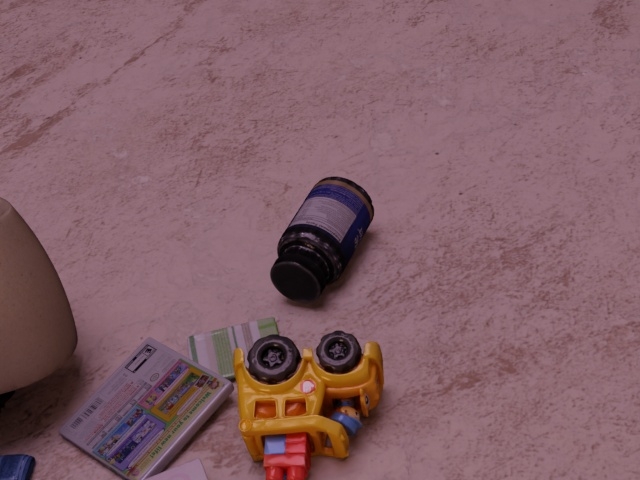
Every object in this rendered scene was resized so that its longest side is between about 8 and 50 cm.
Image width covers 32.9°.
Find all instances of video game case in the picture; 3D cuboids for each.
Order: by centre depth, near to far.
[{"bbox_3d":[-0.270,0.263,1.683,0.193,0.023,0.212,23,57,35],"label":"video game case"}]

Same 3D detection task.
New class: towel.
[{"bbox_3d":[-0.497,0.354,1.646,0.119,0.029,0.067,-6,39,8],"label":"towel"},{"bbox_3d":[-0.138,0.184,1.764,0.152,0.023,0.113,-12,42,-3],"label":"towel"}]

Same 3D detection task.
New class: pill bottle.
[{"bbox_3d":[0.000,0.000,1.861,0.122,0.123,0.219,9,45,24],"label":"pill bottle"}]

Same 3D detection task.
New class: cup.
[{"bbox_3d":[-0.553,0.063,1.673,0.331,0.237,0.331,0,22,0],"label":"cup"}]

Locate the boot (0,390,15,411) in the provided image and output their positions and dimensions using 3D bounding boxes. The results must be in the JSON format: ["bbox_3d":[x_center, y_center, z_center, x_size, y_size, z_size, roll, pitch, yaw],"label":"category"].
[{"bbox_3d":[-0.653,0.246,1.708,0.260,0.131,0.348,6,23,12],"label":"boot"}]

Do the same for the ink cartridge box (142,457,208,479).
[{"bbox_3d":[-0.218,0.424,1.473,0.189,0.066,0.232,-20,36,-9],"label":"ink cartridge box"}]

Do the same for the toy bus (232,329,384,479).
[{"bbox_3d":[-0.015,0.253,1.565,0.220,0.149,0.211,-5,53,4],"label":"toy bus"}]
